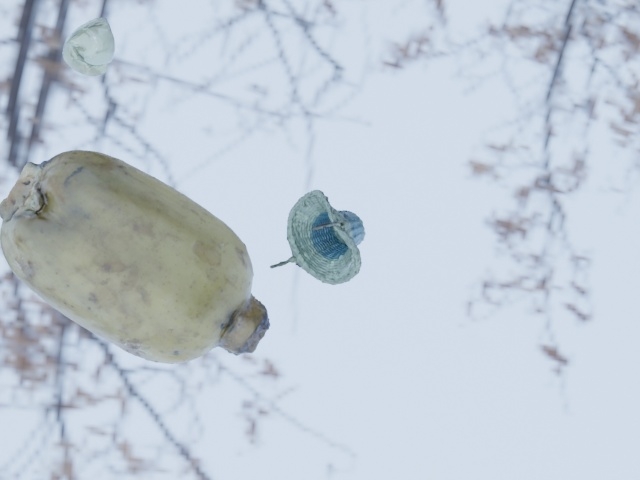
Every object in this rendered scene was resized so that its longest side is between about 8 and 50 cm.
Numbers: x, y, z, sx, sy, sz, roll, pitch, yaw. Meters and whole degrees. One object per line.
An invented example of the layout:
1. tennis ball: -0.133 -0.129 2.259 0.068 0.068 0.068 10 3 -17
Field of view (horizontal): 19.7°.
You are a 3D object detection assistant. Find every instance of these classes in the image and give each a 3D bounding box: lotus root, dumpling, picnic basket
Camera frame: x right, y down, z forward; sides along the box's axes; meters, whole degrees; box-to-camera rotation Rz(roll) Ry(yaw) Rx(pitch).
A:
1. lotus root: -0.177 0.022 1.784 0.160 0.284 0.146 -56 -173 21
2. dumpling: -0.255 -0.212 2.027 0.043 0.059 0.077 64 -20 13
3. picnic basket: 0.000 0.000 1.556 0.065 0.083 0.083 -35 -98 37
